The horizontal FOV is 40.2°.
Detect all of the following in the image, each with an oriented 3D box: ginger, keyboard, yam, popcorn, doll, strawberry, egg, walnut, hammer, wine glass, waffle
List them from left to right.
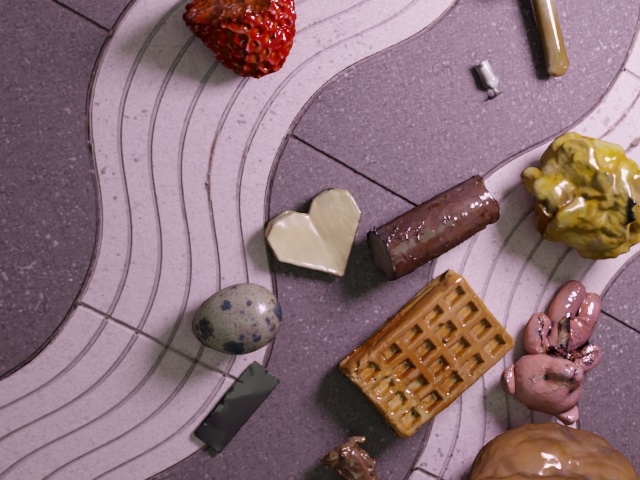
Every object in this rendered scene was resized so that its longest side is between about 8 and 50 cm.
[{"bbox_3d":[-0.173,0.344,1.812,0.074,0.015,0.196,41,85,-16],"label":"keyboard"},{"bbox_3d":[-0.166,0.158,1.740,0.182,0.141,0.141,-14,97,-2],"label":"egg"},{"bbox_3d":[-0.143,-0.410,1.707,0.234,0.234,0.178,-23,127,-10],"label":"strawberry"},{"bbox_3d":[0.114,0.547,1.850,0.122,0.084,0.290,-37,101,-14],"label":"ginger"},{"bbox_3d":[0.224,0.241,1.849,0.328,0.098,0.224,-40,99,-8],"label":"waffle"},{"bbox_3d":[0.235,-0.027,1.816,0.280,0.131,0.131,-29,99,-8],"label":"yam"},{"bbox_3d":[0.358,-0.343,1.868,0.039,0.042,0.083,-38,100,-46],"label":"wine glass"},{"bbox_3d":[0.476,-0.497,1.852,0.202,0.113,0.305,-20,103,-7],"label":"hammer"},{"bbox_3d":[0.483,0.556,1.820,0.384,0.383,0.383,-1,94,-12],"label":"walnut"},{"bbox_3d":[0.532,0.235,1.888,0.201,0.156,0.303,27,84,-11],"label":"doll"},{"bbox_3d":[0.561,-0.091,1.843,0.252,0.215,0.286,-23,98,23],"label":"popcorn"}]

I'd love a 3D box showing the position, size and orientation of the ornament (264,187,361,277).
[{"bbox_3d":[0.000,0.000,1.807,0.201,0.059,0.180,-30,100,-6],"label":"ornament"}]
